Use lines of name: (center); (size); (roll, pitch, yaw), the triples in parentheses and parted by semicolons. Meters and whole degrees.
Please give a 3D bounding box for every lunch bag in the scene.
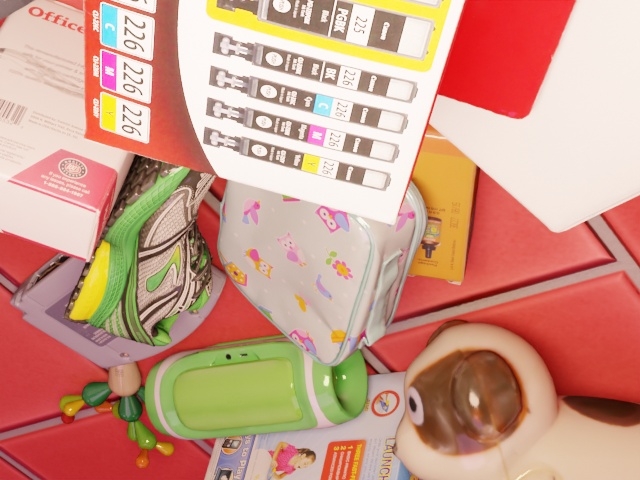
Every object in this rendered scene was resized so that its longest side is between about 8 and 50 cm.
lunch bag: (0.000, 0.000, 1.318); (0.224, 0.108, 0.279); (38, 146, 18)

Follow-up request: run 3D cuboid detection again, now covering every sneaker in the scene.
sneaker: (-0.172, -0.007, 1.354); (0.146, 0.134, 0.343); (23, 137, -10)

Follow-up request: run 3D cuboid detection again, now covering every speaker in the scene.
speaker: (-0.090, 0.200, 1.628); (0.296, 0.131, 0.131); (-10, 134, 28)

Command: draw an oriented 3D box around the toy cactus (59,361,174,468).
toy cactus: (-0.293, 0.240, 1.777); (0.219, 0.112, 0.181); (14, 131, 16)

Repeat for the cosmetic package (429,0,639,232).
cosmetic package: (0.174, -0.285, 0.814); (0.393, 0.329, 0.327); (38, 135, -23)

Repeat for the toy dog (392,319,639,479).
toy dog: (0.275, 0.268, 1.452); (0.408, 0.284, 0.395); (34, 106, -11)

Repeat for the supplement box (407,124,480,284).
supplement box: (0.130, -0.055, 1.296); (0.078, 0.080, 0.233); (10, 138, 9)

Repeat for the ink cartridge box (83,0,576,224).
ink cartridge box: (0.019, -0.165, 0.649); (0.271, 0.130, 0.309); (15, 141, 2)

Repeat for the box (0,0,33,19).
box: (-0.331, -0.332, 1.141); (0.183, 0.059, 0.233); (-19, 130, 35)

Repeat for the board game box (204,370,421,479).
board game box: (-0.013, 0.335, 1.617); (0.301, 0.308, 0.086); (-8, 137, 28)

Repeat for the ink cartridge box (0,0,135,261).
ink cartridge box: (-0.273, -0.120, 1.230); (0.172, 0.237, 0.100); (20, 143, -5)

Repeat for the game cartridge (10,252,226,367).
game cartridge: (-0.264, 0.073, 1.597); (0.196, 0.060, 0.294); (39, 136, -20)
